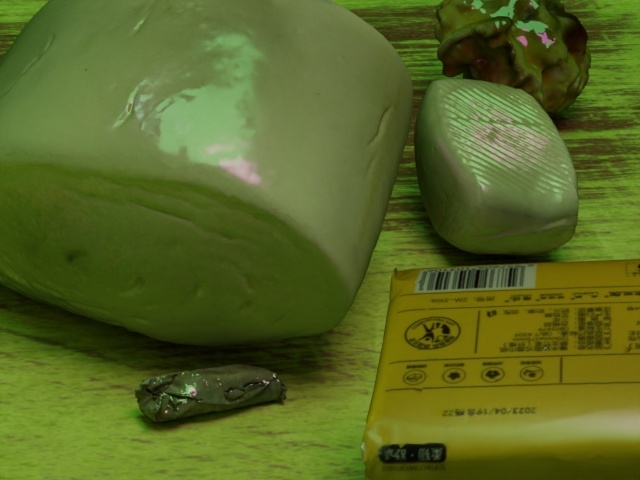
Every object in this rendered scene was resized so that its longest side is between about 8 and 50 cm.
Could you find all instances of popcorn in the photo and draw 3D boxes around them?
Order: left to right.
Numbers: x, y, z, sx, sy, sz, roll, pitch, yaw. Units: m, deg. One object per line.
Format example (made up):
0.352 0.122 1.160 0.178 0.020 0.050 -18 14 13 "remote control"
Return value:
0.241 -0.242 2.403 0.218 0.169 0.189 30 40 5 "popcorn"

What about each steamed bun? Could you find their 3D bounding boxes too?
-0.154 -0.100 1.894 0.456 0.290 0.371 6 44 16 "steamed bun"
0.190 -0.066 2.119 0.170 0.152 0.238 4 44 -19 "steamed bun"

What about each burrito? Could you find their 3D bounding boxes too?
-0.107 0.143 1.791 0.149 0.041 0.055 -8 46 -30 "burrito"

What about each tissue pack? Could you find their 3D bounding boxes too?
0.241 0.165 1.580 0.382 0.228 0.293 -3 31 10 "tissue pack"
